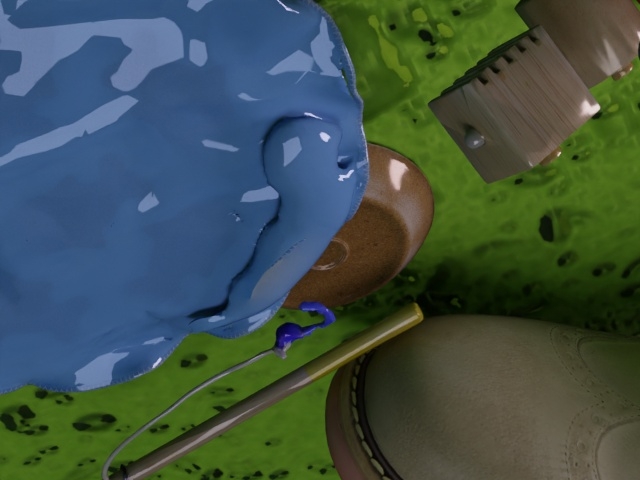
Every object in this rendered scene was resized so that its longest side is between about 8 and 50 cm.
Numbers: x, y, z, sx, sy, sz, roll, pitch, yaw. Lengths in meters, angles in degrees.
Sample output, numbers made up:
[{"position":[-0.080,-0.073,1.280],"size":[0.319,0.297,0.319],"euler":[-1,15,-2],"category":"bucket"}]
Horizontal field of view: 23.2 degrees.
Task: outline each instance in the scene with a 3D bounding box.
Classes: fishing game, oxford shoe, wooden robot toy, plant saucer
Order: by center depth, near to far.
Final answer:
[{"position":[0.088,-0.097,0.418],"size":[0.173,0.076,0.079],"euler":[-40,97,-3],"category":"wooden robot toy"},{"position":[-0.078,-0.027,0.467],"size":[0.189,0.041,0.264],"euler":[-34,129,14],"category":"fishing game"},{"position":[0.000,0.000,0.535],"size":[0.083,0.015,0.083],"euler":[-8,140,-6],"category":"plant saucer"},{"position":[0.201,0.076,0.567],"size":[0.396,0.140,0.147],"euler":[12,133,-14],"category":"oxford shoe"}]
